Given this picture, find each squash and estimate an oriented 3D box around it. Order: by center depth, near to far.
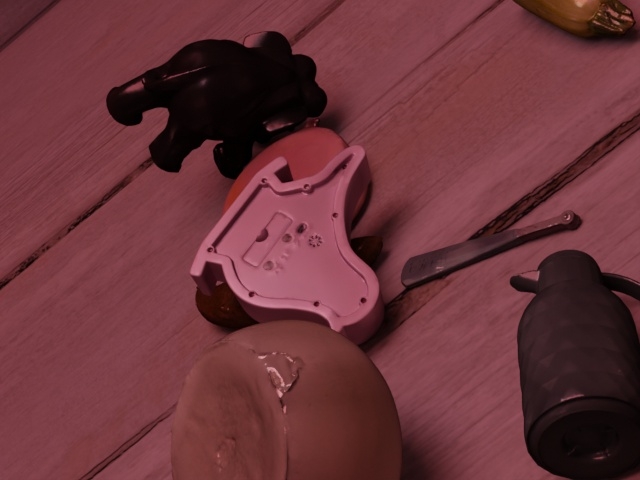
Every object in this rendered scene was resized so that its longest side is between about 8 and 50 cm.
[{"bbox_3d":[0.370,-0.374,2.223,0.137,0.137,0.287,-37,35,7],"label":"squash"}]

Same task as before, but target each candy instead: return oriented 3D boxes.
[{"bbox_3d":[-0.038,-0.074,2.325,0.255,0.094,0.255,-27,36,22],"label":"candy"}]

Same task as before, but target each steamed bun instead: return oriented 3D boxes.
[{"bbox_3d":[-0.033,0.254,1.795,0.324,0.206,0.324,-4,86,56],"label":"steamed bun"}]

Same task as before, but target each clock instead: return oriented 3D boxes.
[{"bbox_3d":[0.000,0.000,2.102,0.275,0.080,0.290,26,71,22],"label":"clock"}]

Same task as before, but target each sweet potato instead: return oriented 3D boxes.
[{"bbox_3d":[-0.062,0.068,2.192,0.341,0.092,0.114,-19,23,30],"label":"sweet potato"}]

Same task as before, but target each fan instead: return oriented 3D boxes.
[{"bbox_3d":[0.229,0.013,2.019,0.282,0.023,0.057,-18,38,34],"label":"fan"}]

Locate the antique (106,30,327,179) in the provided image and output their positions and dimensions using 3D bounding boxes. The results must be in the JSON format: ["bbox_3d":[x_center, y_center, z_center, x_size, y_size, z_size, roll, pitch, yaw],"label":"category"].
[{"bbox_3d":[-0.155,-0.226,2.429,0.255,0.322,0.185,-33,64,37],"label":"antique"}]

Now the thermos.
[{"bbox_3d":[0.315,0.128,1.698,0.182,0.145,0.286,0,42,4],"label":"thermos"}]
